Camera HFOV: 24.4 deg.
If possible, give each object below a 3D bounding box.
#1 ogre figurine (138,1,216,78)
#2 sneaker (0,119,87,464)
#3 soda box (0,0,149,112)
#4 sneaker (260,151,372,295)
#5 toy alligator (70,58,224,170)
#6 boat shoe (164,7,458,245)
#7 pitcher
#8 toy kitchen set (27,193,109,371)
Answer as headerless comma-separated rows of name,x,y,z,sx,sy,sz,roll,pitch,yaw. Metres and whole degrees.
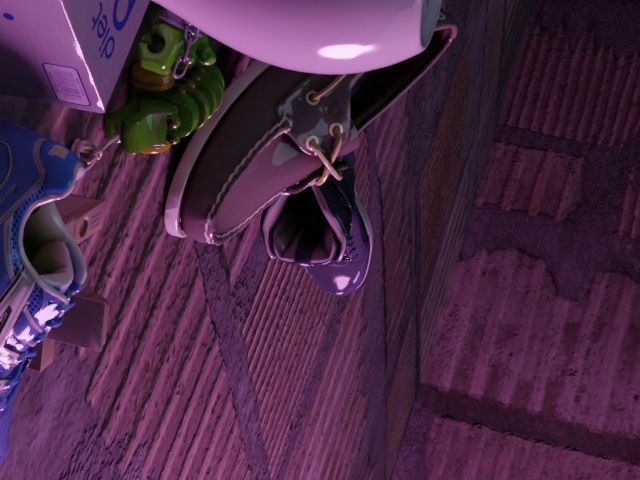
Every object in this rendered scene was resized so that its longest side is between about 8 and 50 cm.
ogre figurine,-0.062,-0.190,0.952,0.197,0.097,0.118,-34,156,-52
sneaker,-0.162,0.037,0.726,0.080,0.081,0.211,-72,172,-57
soda box,-0.139,-0.172,0.586,0.286,0.091,0.098,80,24,-61
sneaker,-0.002,0.000,1.402,0.163,0.086,0.226,-80,165,-50
toy alligator,-0.102,-0.082,0.961,0.189,0.051,0.056,-58,158,-57
boat shoe,-0.004,-0.102,1.159,0.305,0.091,0.109,-50,161,-29
pitcher,-0.031,-0.183,0.808,0.125,0.207,0.177,76,28,-66
toy kitchen set,-0.142,0.026,0.851,0.075,0.068,0.083,-48,149,-67
